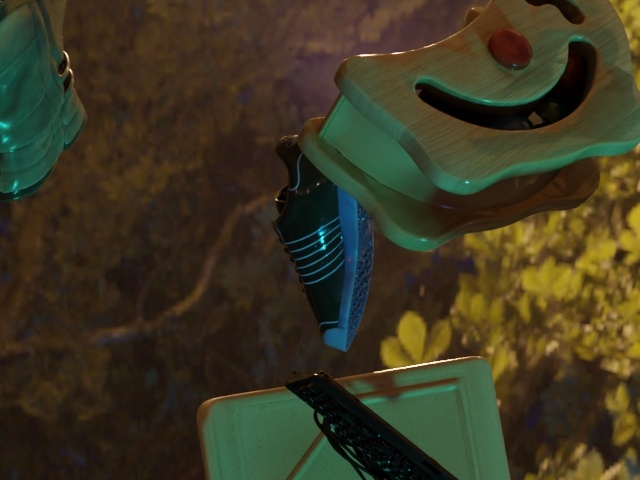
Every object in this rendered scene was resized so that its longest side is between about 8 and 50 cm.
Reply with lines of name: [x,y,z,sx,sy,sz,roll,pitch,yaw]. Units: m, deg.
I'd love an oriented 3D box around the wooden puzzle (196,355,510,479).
wooden puzzle: [0.035,0.207,1.062,0.239,0.044,0.220,-7,-96,-23]

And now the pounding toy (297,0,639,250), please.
pounding toy: [0.128,-0.113,0.890,0.270,0.155,0.154,-16,-114,-30]

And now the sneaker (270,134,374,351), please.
sneaker: [0.000,0.000,1.447,0.090,0.232,0.081,11,-150,15]

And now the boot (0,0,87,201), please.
boot: [-0.216,-0.093,0.977,0.083,0.161,0.246,1,-152,17]

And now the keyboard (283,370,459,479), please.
keyboard: [0.051,0.157,0.975,0.192,0.100,0.038,40,-104,-7]
